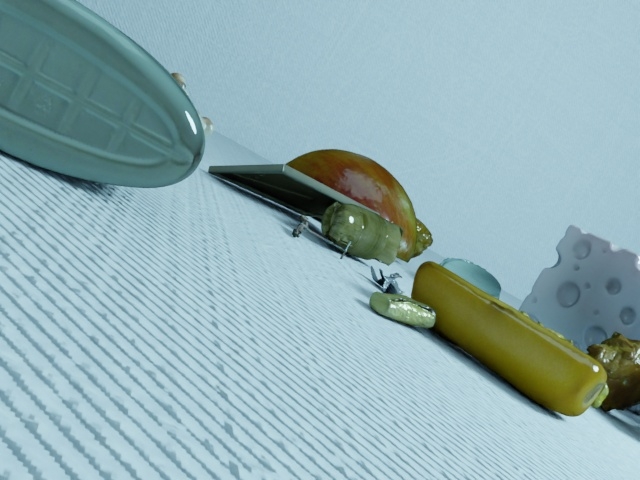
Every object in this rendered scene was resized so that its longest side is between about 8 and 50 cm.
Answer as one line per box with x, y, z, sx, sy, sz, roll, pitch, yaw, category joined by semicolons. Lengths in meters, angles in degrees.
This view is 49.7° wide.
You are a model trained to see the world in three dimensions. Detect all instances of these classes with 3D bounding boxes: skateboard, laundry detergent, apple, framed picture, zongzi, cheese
0.000;0.000;0.979;0.083;0.032;0.064;27;16;-2;skateboard
-0.262;-0.165;0.681;0.263;0.125;0.398;26;5;-26;laundry detergent
0.057;-0.087;1.501;0.346;0.254;0.179;34;-35;25;apple
-0.041;-0.079;1.168;0.184;0.016;0.249;5;-13;44;framed picture
0.025;-0.027;1.111;0.176;0.079;0.160;22;-3;43;zongzi
0.089;0.075;0.759;0.083;0.030;0.044;20;-11;-34;cheese

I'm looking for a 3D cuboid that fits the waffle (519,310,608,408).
0.295;0.153;0.914;0.148;0.051;0.194;30;14;7;waffle

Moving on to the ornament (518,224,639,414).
0.541;0.151;1.251;0.239;0.240;0.240;24;8;-36;ornament

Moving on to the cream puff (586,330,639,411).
0.420;0.187;0.991;0.122;0.116;0.094;43;14;-20;cream puff

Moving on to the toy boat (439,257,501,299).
0.279;0.098;1.345;0.134;0.079;0.207;23;16;9;toy boat

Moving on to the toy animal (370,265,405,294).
0.096;0.057;0.937;0.050;0.028;0.084;19;10;-16;toy animal

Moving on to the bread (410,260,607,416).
0.198;0.108;0.778;0.239;0.074;0.092;33;0;33;bread

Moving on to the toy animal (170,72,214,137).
-0.246;-0.185;0.885;0.183;0.104;0.185;29;-1;7;toy animal

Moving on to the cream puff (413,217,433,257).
0.194;-0.012;1.619;0.126;0.103;0.144;42;4;-9;cream puff
